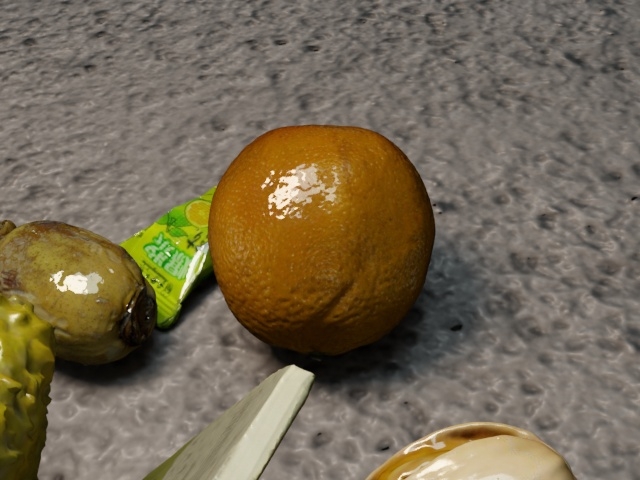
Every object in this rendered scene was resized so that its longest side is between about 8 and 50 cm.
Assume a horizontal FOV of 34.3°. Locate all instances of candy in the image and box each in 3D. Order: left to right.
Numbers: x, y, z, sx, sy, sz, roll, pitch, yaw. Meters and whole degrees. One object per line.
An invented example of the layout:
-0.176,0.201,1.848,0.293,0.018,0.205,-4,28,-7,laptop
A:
-0.153,-0.003,1.298,0.149,0.069,0.246,32,53,33,candy

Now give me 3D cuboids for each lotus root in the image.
-0.309,0.051,1.187,0.278,0.154,0.154,24,48,24,lotus root

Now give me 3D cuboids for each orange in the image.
0.000,0.000,1.139,0.264,0.264,0.264,-3,40,3,orange

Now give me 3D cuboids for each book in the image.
-0.144,0.245,0.821,0.035,0.352,0.239,40,47,-6,book

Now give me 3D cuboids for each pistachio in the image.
0.125,0.246,0.916,0.229,0.157,0.157,-16,40,-4,pistachio

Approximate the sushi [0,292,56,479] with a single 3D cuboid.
-0.407,0.202,0.829,0.351,0.397,0.240,10,38,-11,sushi
